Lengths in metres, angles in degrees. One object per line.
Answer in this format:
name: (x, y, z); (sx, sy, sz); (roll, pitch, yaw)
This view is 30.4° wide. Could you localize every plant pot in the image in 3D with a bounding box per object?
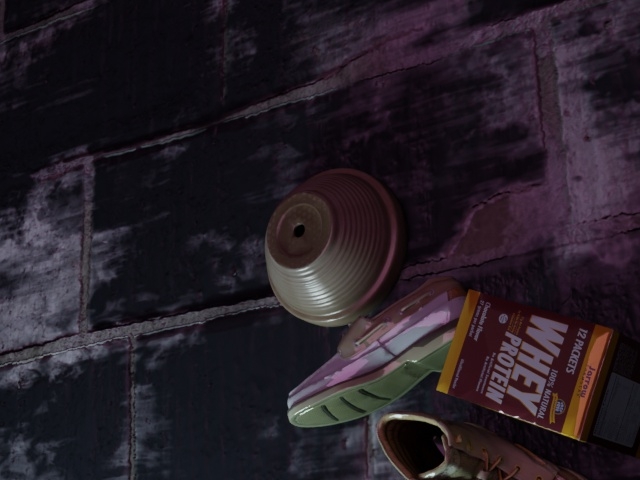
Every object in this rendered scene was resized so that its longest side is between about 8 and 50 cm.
plant pot: (0.000, 0.000, 1.715); (0.237, 0.110, 0.237); (-11, 70, 32)

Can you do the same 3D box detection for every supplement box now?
supplement box: (0.280, 0.160, 1.408); (0.191, 0.194, 0.129); (15, 84, 38)

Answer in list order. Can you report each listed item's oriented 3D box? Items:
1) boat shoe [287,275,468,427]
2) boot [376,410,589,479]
boat shoe: (0.081, 0.156, 1.614); (0.302, 0.113, 0.103); (-29, 59, 13)
boot: (0.208, 0.285, 1.412); (0.262, 0.203, 0.095); (30, 94, 40)
